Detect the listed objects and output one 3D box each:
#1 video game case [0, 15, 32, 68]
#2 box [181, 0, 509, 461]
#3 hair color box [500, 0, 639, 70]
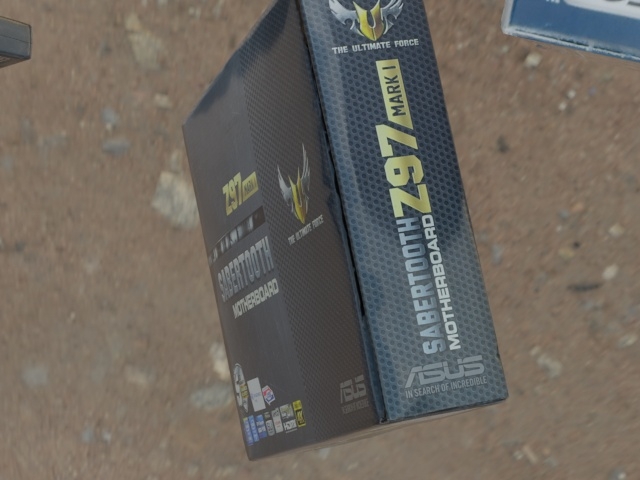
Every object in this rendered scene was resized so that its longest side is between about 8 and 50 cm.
[{"bbox_3d":[-0.405,-0.157,1.241,0.275,0.248,0.035,10,76,-45],"label":"video game case"},{"bbox_3d":[0.000,0.000,0.739,0.059,0.233,0.183,-8,82,-18],"label":"box"},{"bbox_3d":[0.156,-0.229,0.568,0.105,0.174,0.347,14,98,11],"label":"hair color box"}]
